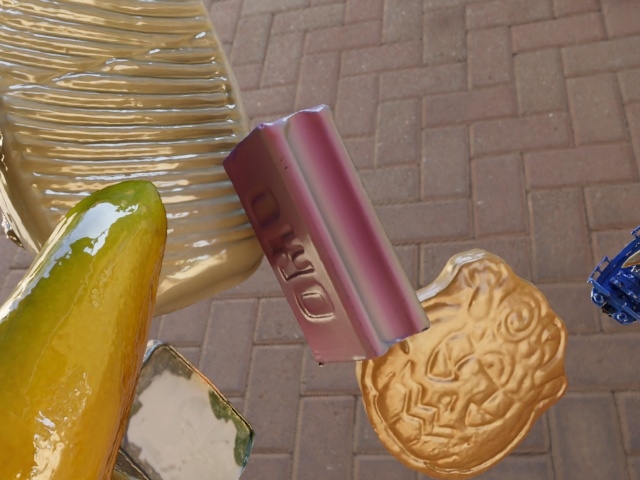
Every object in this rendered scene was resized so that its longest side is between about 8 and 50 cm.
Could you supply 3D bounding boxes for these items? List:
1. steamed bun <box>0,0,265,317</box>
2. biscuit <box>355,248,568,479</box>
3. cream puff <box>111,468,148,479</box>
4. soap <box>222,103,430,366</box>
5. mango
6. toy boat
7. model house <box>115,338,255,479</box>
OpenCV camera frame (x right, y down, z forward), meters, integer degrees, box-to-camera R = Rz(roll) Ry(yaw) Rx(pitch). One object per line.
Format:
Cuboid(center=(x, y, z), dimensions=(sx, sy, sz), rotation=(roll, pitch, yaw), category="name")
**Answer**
Cuboid(center=(-0.214, -0.114, 0.702), dimensions=(0.247, 0.383, 0.236), rotation=(-23, 7, -27), category="steamed bun")
Cuboid(center=(0.246, 0.225, 1.169), dimensions=(0.365, 0.385, 0.062), rotation=(-40, 27, 0), category="biscuit")
Cuboid(center=(-0.291, 0.276, 0.586), dimensions=(0.231, 0.343, 0.326), rotation=(-10, 81, 59), category="cream puff")
Cuboid(center=(0.000, 0.000, 0.586), dimensions=(0.066, 0.122, 0.203), rotation=(-26, 90, -26), category="soap")
Cuboid(center=(-0.171, 0.107, 0.427), dimensions=(0.119, 0.176, 0.316), rotation=(24, 88, -4), category="mango")
Cuboid(center=(0.393, 0.019, 0.824), dimensions=(0.175, 0.110, 0.091), rotation=(-49, 61, 6), category="toy boat")
Cuboid(center=(-0.302, 0.311, 1.164), dimensions=(0.301, 0.271, 0.190), rotation=(-7, 42, 42), category="model house")
